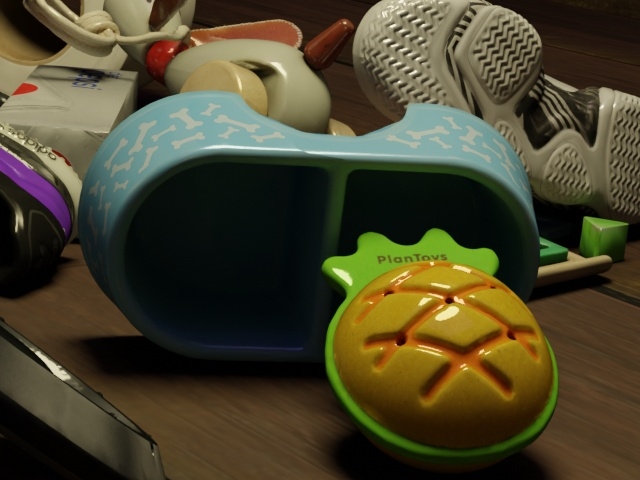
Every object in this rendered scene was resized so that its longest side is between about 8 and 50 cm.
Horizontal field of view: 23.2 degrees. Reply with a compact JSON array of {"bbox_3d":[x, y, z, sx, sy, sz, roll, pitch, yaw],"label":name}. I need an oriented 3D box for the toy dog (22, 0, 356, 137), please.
[{"bbox_3d":[-0.078,-0.175,1.373,0.333,0.161,0.220,41,12,22],"label":"toy dog"}]

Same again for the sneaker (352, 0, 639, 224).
[{"bbox_3d":[0.123,-0.108,1.343,0.366,0.137,0.210,20,-7,-40],"label":"sneaker"}]

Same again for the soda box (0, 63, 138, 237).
[{"bbox_3d":[-0.214,-0.081,1.320,0.098,0.091,0.286,4,15,-3],"label":"soda box"}]

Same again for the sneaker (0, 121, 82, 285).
[{"bbox_3d":[-0.308,-0.055,1.075,0.293,0.102,0.146,24,24,-6],"label":"sneaker"}]

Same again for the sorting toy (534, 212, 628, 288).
[{"bbox_3d":[0.104,-0.004,1.233,0.347,0.047,0.196,-10,22,-43],"label":"sorting toy"}]

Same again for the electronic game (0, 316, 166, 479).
[{"bbox_3d":[-0.163,0.057,0.726,0.229,0.048,0.229,37,-8,6],"label":"electronic game"}]

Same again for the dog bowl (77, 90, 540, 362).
[{"bbox_3d":[0.000,0.000,0.973,0.297,0.166,0.074,2,20,-12],"label":"dog bowl"}]

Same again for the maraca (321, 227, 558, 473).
[{"bbox_3d":[0.063,0.055,0.868,0.127,0.099,0.186,-1,39,-11],"label":"maraca"}]

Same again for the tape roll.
[{"bbox_3d":[-0.275,-0.261,1.663,0.246,0.246,0.169,10,17,16],"label":"tape roll"}]

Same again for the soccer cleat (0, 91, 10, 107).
[{"bbox_3d":[-0.367,-0.111,1.456,0.179,0.060,0.072,3,24,14],"label":"soccer cleat"}]
